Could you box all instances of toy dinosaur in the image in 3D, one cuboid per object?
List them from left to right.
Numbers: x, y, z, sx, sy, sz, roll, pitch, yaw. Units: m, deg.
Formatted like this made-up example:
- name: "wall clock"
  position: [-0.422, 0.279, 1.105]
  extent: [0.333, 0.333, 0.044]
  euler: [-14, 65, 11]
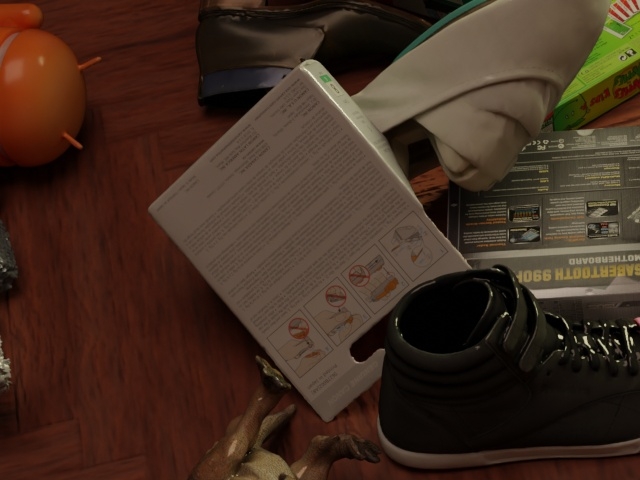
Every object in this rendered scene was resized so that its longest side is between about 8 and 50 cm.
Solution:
- name: "toy dinosaur"
  position: [-0.056, 0.218, 1.436]
  extent: [0.200, 0.127, 0.295]
  euler: [-48, 29, 16]

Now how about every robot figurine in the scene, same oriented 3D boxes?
- name: "robot figurine"
  position: [-0.304, -0.129, 1.770]
  extent: [0.219, 0.128, 0.158]
  euler: [5, 30, 17]

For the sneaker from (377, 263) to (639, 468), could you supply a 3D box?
- name: "sneaker"
  position: [0.181, 0.083, 1.474]
  extent: [0.296, 0.147, 0.104]
  euler: [-10, 47, 1]

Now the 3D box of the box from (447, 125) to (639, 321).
- name: "box"
  position: [0.218, -0.008, 1.603]
  extent: [0.231, 0.056, 0.183]
  euler: [-4, 50, 10]

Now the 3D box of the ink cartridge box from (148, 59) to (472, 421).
- name: "ink cartridge box"
  position: [0.000, 0.000, 1.554]
  extent: [0.181, 0.056, 0.224]
  euler: [-42, 89, 20]

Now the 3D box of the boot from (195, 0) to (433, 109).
- name: "boot"
  position: [-0.009, -0.161, 1.787]
  extent: [0.219, 0.082, 0.106]
  euler: [6, 73, 11]

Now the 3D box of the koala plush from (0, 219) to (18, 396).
- name: "koala plush"
  position: [-0.348, 0.057, 1.593]
  extent: [0.196, 0.203, 0.221]
  euler: [-15, 60, -1]

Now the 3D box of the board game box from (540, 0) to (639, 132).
- name: "board game box"
  position: [0.231, -0.157, 1.736]
  extent: [0.181, 0.043, 0.092]
  euler: [-30, 50, -15]

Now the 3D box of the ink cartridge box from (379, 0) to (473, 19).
- name: "ink cartridge box"
  position: [0.134, -0.273, 1.833]
  extent: [0.231, 0.078, 0.134]
  euler: [21, 57, 27]

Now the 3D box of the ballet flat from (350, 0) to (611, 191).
- name: "ballet flat"
  position: [0.072, -0.074, 1.596]
  extent: [0.400, 0.139, 0.139]
  euler: [-27, 45, 22]
